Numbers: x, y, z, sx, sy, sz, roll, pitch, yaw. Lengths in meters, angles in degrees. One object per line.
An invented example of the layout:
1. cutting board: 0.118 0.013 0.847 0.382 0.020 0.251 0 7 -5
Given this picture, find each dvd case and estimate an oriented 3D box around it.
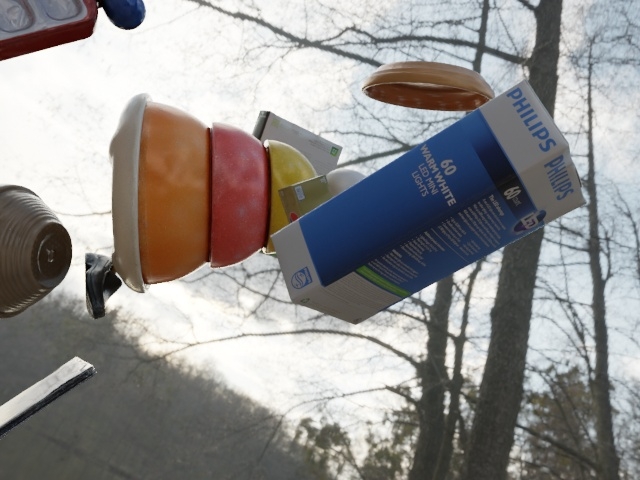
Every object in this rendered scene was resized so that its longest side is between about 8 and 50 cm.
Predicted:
1. dvd case: -0.442 0.248 0.821 0.164 0.221 0.018 -10 -69 58

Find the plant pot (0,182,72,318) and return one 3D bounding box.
1. plant pot: -0.515 0.023 0.983 0.109 0.238 0.237 6 -31 9

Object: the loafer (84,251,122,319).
1. loafer: -0.377 0.073 0.979 0.061 0.170 0.062 -1 -56 -23

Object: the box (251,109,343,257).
1. box: -0.095 -0.120 1.366 0.232 0.322 0.058 20 -1 -36

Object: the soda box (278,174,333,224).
1. soda box: 0.000 0.000 0.828 0.061 0.058 0.182 -4 -75 67

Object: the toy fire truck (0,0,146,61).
1. toy fire truck: -0.336 -0.346 0.670 0.254 0.302 0.169 63 -27 2

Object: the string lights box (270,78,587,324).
1. string lights box: 0.100 -0.018 0.524 0.259 0.077 0.133 -31 -30 18

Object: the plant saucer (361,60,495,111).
1. plant saucer: 0.162 -0.231 0.846 0.199 0.037 0.200 8 5 -1

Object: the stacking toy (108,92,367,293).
1. stacking toy: -0.120 -0.077 1.032 0.479 0.351 0.351 2 -26 -10
